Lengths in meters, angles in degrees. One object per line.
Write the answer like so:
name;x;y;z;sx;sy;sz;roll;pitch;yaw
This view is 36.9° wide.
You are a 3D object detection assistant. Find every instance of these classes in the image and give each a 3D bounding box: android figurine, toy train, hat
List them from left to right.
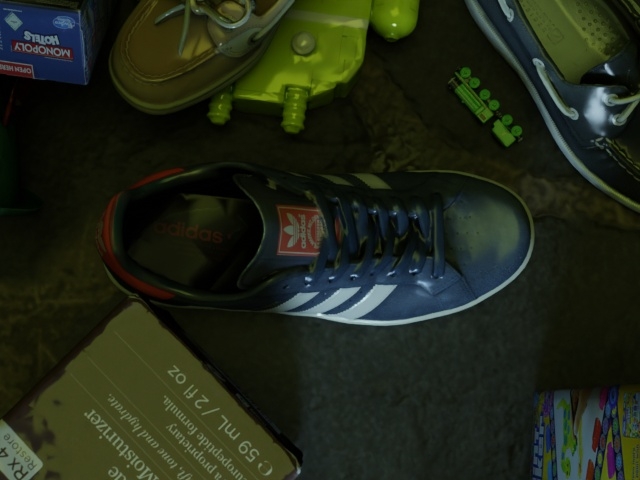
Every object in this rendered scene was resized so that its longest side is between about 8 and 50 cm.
hat;-0.267;-0.133;0.726;0.173;0.208;0.184;18;96;-18
android figurine;-0.038;-0.223;0.821;0.248;0.056;0.273;9;79;0
toy train;0.141;-0.114;0.826;0.023;0.017;0.083;-41;84;3

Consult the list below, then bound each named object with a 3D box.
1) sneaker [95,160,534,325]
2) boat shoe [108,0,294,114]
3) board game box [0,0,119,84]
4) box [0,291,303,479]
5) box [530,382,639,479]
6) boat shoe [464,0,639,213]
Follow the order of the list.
sneaker;0.000;0.000;0.736;0.350;0.148;0.131;-4;81;-3
boat shoe;-0.055;-0.216;0.743;0.104;0.089;0.285;42;80;6
board game box;-0.239;-0.201;0.757;0.194;0.194;0.060;10;125;8
box;-0.138;0.172;0.694;0.168;0.167;0.203;45;82;5
box;0.314;0.196;0.647;0.290;0.279;0.177;5;80;0
boat shoe;0.229;-0.140;0.794;0.114;0.091;0.302;-43;84;-7
